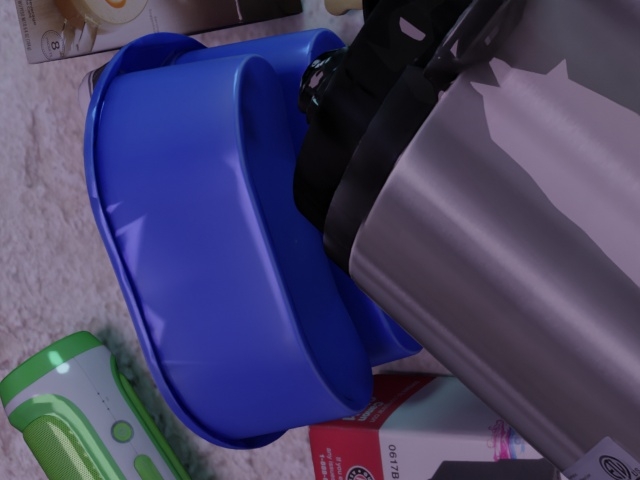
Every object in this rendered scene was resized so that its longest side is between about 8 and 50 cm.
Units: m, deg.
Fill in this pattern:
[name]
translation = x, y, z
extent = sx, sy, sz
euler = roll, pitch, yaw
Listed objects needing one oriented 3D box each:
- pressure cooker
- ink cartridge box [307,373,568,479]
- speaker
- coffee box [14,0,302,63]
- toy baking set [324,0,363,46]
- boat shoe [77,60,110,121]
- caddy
[pressure cooker]
translation = 0.188, -0.063, 0.674
extent = 0.420, 0.375, 0.370
euler = 41, 122, 14
[ink cartridge box]
translation = 0.160, 0.236, 0.925
extent = 0.306, 0.131, 0.226
euler = -2, 103, 34
[speaker]
translation = -0.201, 0.242, 1.153
extent = 0.131, 0.131, 0.296
euler = -39, 82, 33
[coffee box]
translation = -0.151, -0.244, 0.999
extent = 0.246, 0.098, 0.141
euler = -4, 101, 33
[toy baking set]
translation = 0.066, -0.160, 0.934
extent = 0.196, 0.030, 0.256
euler = 33, 119, 23
[boat shoe]
translation = -0.147, -0.070, 1.065
extent = 0.076, 0.080, 0.228
euler = -31, 79, 36
[caddy]
translation = -0.056, -0.005, 0.899
extent = 0.179, 0.241, 0.341
euler = -11, 102, 32
